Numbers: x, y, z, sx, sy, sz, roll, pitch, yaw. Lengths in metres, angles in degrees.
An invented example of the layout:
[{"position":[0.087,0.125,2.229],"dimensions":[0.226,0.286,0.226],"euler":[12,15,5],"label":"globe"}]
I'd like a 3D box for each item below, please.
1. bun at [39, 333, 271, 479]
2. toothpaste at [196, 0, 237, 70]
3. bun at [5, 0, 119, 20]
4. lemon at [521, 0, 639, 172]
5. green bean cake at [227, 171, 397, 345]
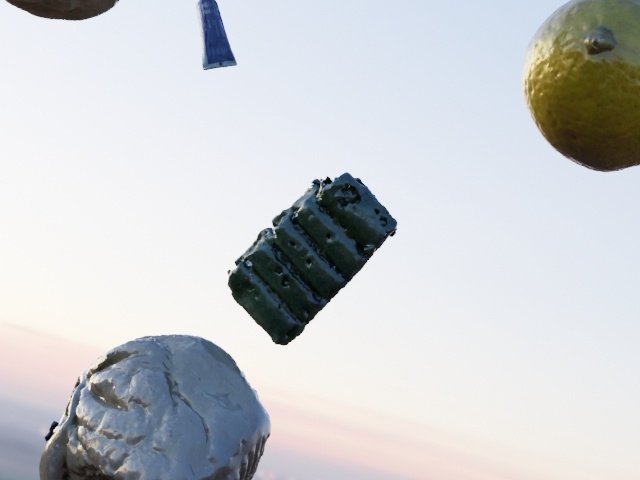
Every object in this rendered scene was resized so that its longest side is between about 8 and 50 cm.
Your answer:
[{"position":[-0.173,0.216,1.759],"dimensions":[0.205,0.281,0.281],"euler":[32,-6,5],"label":"bun"},{"position":[-0.116,-0.224,1.890],"dimensions":[0.037,0.140,0.021],"euler":[-10,-48,-4],"label":"toothpaste"},{"position":[-0.353,-0.403,2.390],"dimensions":[0.239,0.239,0.141],"euler":[17,27,-14],"label":"bun"},{"position":[0.405,-0.223,2.476],"dimensions":[0.267,0.267,0.267],"euler":[15,-7,2],"label":"lemon"},{"position":[0.000,0.000,1.924],"dimensions":[0.107,0.193,0.208],"euler":[42,15,0],"label":"green bean cake"}]
